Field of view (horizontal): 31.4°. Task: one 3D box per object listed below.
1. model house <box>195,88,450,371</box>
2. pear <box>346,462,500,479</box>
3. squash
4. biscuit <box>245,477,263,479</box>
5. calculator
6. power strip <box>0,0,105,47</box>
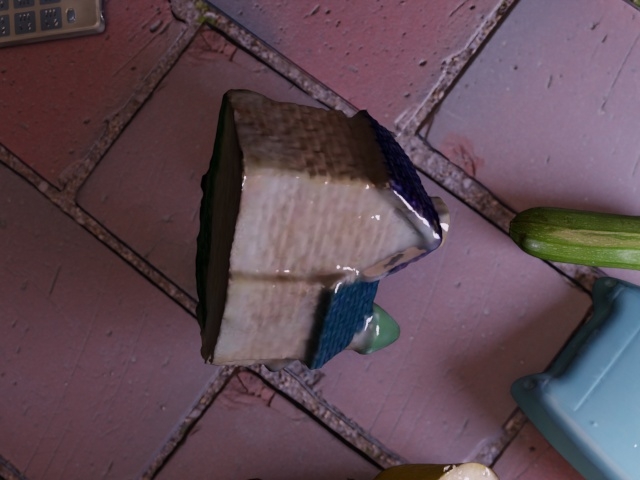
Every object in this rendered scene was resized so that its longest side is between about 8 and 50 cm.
[{"bbox_3d":[0.000,0.001,1.374,0.284,0.243,0.298,6,125,-12],"label":"model house"},{"bbox_3d":[0.084,0.360,1.339,0.178,0.267,0.266,13,84,39],"label":"pear"},{"bbox_3d":[0.341,-0.002,1.393,0.219,0.077,0.068,6,91,10],"label":"squash"},{"bbox_3d":[-0.042,0.430,1.289,0.103,0.332,0.332,-22,77,-22],"label":"biscuit"},{"bbox_3d":[0.433,0.217,1.318,0.386,0.054,0.256,38,71,15],"label":"calculator"},{"bbox_3d":[-0.390,-0.321,1.601,0.192,0.035,0.081,-6,81,11],"label":"power strip"}]
